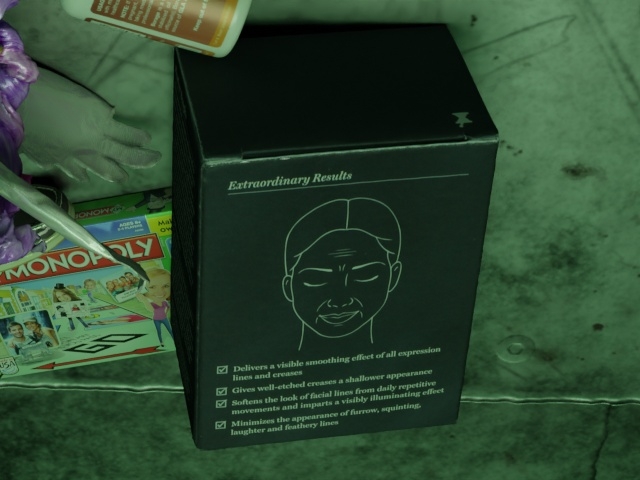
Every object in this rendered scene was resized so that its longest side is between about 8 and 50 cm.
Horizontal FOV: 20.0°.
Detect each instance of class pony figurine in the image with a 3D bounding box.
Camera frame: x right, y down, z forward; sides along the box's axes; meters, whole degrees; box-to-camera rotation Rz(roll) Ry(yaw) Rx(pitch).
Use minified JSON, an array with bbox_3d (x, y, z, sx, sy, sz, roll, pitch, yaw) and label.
[{"bbox_3d":[-0.349,-0.072,1.774,0.363,0.303,0.351,-42,119,16],"label":"pony figurine"}]

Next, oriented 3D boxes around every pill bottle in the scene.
[{"bbox_3d":[-0.178,-0.261,1.749,0.216,0.121,0.121,15,129,-15],"label":"pill bottle"}]

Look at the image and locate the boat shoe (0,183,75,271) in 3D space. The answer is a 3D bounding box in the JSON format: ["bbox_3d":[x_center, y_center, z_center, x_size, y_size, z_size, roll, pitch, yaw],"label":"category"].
[{"bbox_3d":[-0.412,-0.023,1.965,0.285,0.103,0.092,-5,137,10],"label":"boat shoe"}]

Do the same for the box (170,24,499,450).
[{"bbox_3d":[0.000,0.000,1.894,0.294,0.212,0.395,-4,131,-11],"label":"box"}]

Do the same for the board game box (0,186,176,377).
[{"bbox_3d":[-0.247,0.048,2.072,0.317,0.046,0.213,-10,132,6],"label":"board game box"}]
